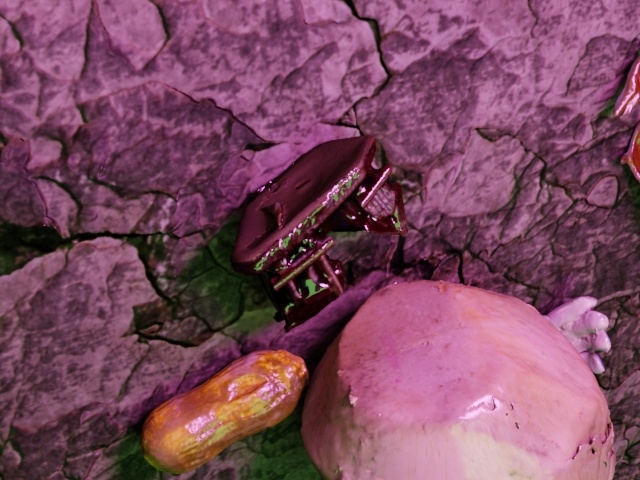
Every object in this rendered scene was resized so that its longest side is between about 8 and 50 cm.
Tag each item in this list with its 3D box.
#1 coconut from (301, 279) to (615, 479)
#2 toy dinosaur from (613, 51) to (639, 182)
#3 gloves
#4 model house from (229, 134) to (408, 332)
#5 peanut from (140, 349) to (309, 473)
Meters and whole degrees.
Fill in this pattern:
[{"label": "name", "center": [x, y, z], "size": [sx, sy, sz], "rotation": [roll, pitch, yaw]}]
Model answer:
[{"label": "coconut", "center": [0.160, 0.218, 1.717], "size": [0.352, 0.352, 0.353], "rotation": [-15, 127, -21]}, {"label": "toy dinosaur", "center": [0.456, -0.185, 1.745], "size": [0.206, 0.113, 0.327], "rotation": [23, 106, -39]}, {"label": "gloves", "center": [0.289, 0.166, 1.895], "size": [0.119, 0.097, 0.229], "rotation": [8, 121, -39]}, {"label": "model house", "center": [0.008, 0.000, 1.592], "size": [0.203, 0.141, 0.164], "rotation": [-38, 121, -6]}, {"label": "peanut", "center": [-0.107, 0.189, 1.687], "size": [0.206, 0.087, 0.087], "rotation": [-29, 131, -8]}]
